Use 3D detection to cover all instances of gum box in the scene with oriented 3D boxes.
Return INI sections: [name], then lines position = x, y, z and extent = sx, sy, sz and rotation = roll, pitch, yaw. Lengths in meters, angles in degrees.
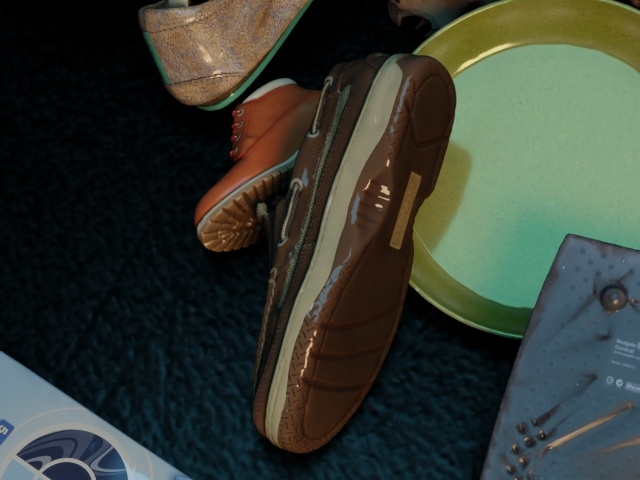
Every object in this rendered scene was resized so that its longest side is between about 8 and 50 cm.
[gum box]
position = -0.164, 0.176, 0.556
extent = 0.184, 0.041, 0.157
rotation = 30, 65, 16

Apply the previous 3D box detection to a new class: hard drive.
[hard drive]
position = 0.180, 0.135, 0.538
extent = 0.172, 0.054, 0.254
rotation = 15, 74, 16

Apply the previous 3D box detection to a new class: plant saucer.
[plant saucer]
position = 0.150, -0.049, 0.650
extent = 0.241, 0.037, 0.240
rotation = -3, 76, 12

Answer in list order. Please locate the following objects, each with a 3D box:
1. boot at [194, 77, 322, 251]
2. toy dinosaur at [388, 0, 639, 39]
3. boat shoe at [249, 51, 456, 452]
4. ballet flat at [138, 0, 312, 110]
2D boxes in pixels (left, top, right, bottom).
[boot]
position = -0.044, -0.057, 0.683
extent = 0.085, 0.059, 0.158
rotation = 34, 58, 22
[toy dinosaur]
position = 0.198, -0.265, 0.731
extent = 0.200, 0.127, 0.295
rotation = 37, 79, 7
[boat shoe]
position = 0.004, 0.003, 0.618
extent = 0.095, 0.095, 0.257
rotation = 14, 78, 36
[ballet flat]
position = -0.025, -0.239, 0.737
extent = 0.108, 0.106, 0.316
rotation = 6, 53, 47
